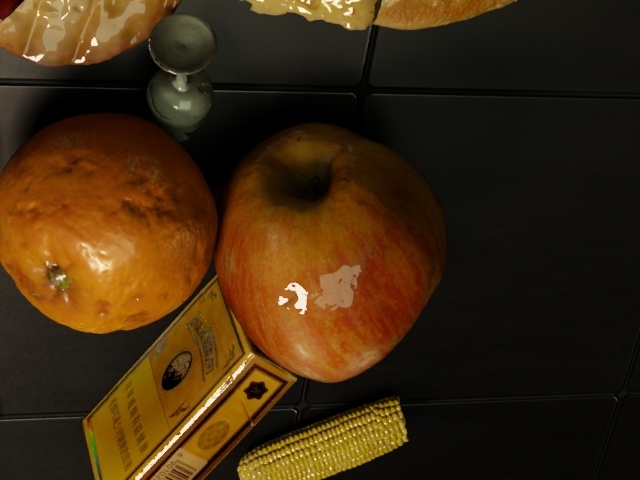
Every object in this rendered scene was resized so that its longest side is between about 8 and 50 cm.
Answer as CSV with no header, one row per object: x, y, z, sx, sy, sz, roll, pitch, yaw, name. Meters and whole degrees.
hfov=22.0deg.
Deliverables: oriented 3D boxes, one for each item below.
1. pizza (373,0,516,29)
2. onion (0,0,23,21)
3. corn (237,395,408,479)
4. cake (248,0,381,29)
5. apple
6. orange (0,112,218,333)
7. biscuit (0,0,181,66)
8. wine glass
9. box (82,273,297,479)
0.125,-0.311,1.954,0.271,0.056,0.134,-12,128,-8,pizza
-0.380,-0.355,1.540,0.341,0.341,0.341,-8,125,-12,onion
0.005,0.292,2.311,0.248,0.081,0.081,-20,127,-4,corn
-0.007,-0.396,1.723,0.222,0.286,0.227,15,130,5,cake
0.000,0.000,1.983,0.301,0.301,0.301,-8,125,-12,apple
-0.251,-0.021,1.915,0.261,0.261,0.261,-8,125,-12,orange
-0.275,-0.337,1.782,0.296,0.102,0.296,-6,120,-11,biscuit
-0.160,-0.181,1.883,0.079,0.079,0.195,-12,162,-10,wine glass
-0.175,0.207,2.126,0.084,0.193,0.301,32,109,-33,box
